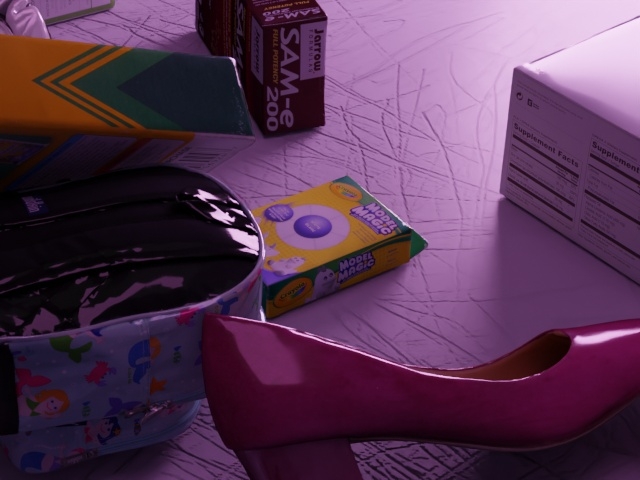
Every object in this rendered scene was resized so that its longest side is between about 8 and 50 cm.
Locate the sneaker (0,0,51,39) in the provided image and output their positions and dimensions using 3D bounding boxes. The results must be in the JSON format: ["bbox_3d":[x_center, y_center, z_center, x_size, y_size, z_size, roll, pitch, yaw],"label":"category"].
[{"bbox_3d":[-0.401,-0.211,1.672,0.292,0.110,0.118,18,40,41],"label":"sneaker"}]

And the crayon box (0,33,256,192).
[{"bbox_3d":[-0.241,-0.084,1.336,0.323,0.203,0.083,-1,69,-44],"label":"crayon box"}]

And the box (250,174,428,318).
[{"bbox_3d":[0.000,0.000,1.478,0.179,0.043,0.105,-20,42,-29],"label":"box"}]

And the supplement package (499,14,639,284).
[{"bbox_3d":[0.335,-0.101,1.543,0.262,0.145,0.204,-25,44,-31],"label":"supplement package"}]

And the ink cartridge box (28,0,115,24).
[{"bbox_3d":[-0.345,-0.283,1.833,0.209,0.062,0.109,-20,42,-26],"label":"ink cartridge box"}]

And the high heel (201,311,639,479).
[{"bbox_3d":[0.098,0.081,1.234,0.377,0.181,0.127,-21,4,-26],"label":"high heel"}]

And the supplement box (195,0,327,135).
[{"bbox_3d":[-0.066,-0.226,1.710,0.073,0.130,0.239,-12,37,-17],"label":"supplement box"}]

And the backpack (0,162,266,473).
[{"bbox_3d":[-0.167,0.049,1.276,0.253,0.191,0.225,-18,38,-17],"label":"backpack"}]
